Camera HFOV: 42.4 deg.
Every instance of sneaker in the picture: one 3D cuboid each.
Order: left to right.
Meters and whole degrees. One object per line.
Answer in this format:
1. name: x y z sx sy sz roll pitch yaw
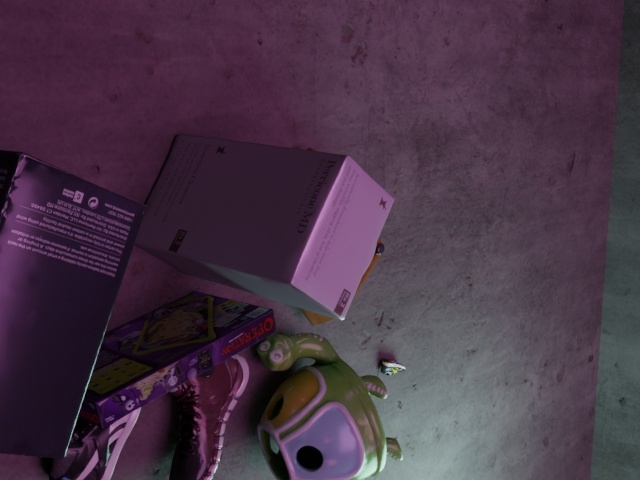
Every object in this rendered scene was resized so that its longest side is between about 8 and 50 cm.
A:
1. sneaker: -0.365 0.287 1.301 0.121 0.079 0.217 23 82 -38
2. sneaker: -0.241 0.304 1.451 0.162 0.106 0.281 41 57 -39
3. sneaker: 0.169 0.303 1.958 0.083 0.031 0.035 21 95 -44

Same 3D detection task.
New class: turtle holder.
1. turtle holder: -0.001 0.347 1.617 0.227 0.243 0.320 -22 124 -26

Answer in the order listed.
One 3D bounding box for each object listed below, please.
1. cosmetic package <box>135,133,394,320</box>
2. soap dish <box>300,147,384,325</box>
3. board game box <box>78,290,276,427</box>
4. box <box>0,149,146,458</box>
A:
1. cosmetic package: -0.101 -0.031 1.314 0.156 0.385 0.217 37 69 -46
2. soap dish: 0.000 0.000 1.637 0.229 0.118 0.291 -55 134 -26
3. board game box: -0.262 0.174 1.308 0.346 0.208 0.056 -25 118 -42
4. box: -0.423 0.058 1.001 0.179 0.343 0.313 26 78 -48
